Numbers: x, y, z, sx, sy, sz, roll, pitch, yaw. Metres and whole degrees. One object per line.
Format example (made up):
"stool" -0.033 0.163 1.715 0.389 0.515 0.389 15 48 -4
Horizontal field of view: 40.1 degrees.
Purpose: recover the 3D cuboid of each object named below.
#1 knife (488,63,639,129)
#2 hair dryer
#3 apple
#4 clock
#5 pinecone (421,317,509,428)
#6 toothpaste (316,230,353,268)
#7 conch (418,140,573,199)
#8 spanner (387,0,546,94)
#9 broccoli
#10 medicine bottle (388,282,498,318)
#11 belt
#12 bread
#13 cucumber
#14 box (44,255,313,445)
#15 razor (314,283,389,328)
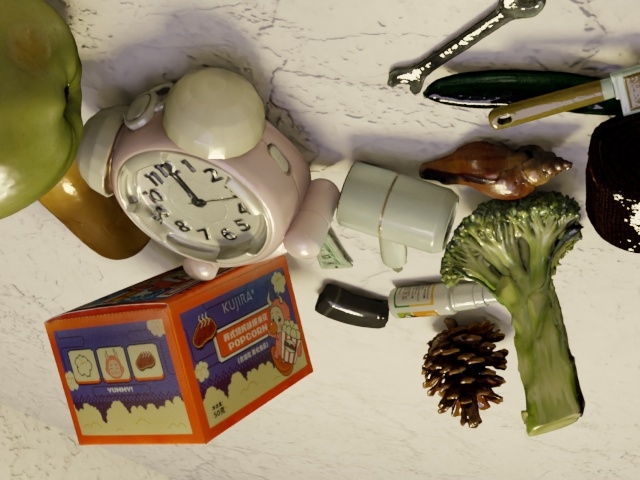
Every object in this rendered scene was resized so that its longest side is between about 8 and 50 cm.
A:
"knife" 0.378 -0.185 1.075 0.343 0.027 0.061 -15 121 18
"hair dryer" 0.134 -0.007 1.469 0.173 0.108 0.357 19 164 13
"apple" -0.490 -0.182 1.161 0.357 0.357 0.357 9 150 6
"clock" -0.176 -0.101 1.345 0.342 0.184 0.326 -18 134 34
"pinecone" 0.285 0.264 1.745 0.168 0.212 0.186 10 160 6
"toothpaste" 0.000 0.000 1.582 0.064 0.041 0.218 -5 150 18
"conch" 0.248 -0.099 1.274 0.232 0.080 0.086 1 136 20
"spanner" 0.177 -0.249 1.110 0.054 0.015 0.254 27 147 -27
"broccoli" 0.318 0.112 1.342 0.221 0.362 0.252 5 172 -21
"medicine bottle" 0.245 0.112 1.661 0.220 0.061 0.092 -8 168 32
"belt" 0.491 -0.068 1.127 0.289 0.184 0.164 2 140 18
"bread" -0.426 -0.064 1.586 0.142 0.091 0.305 2 148 28
"cucumber" 0.276 -0.193 1.134 0.284 0.056 0.056 4 149 8
"box" -0.252 0.190 1.610 0.318 0.257 0.348 -10 -172 35
"razor" 0.066 0.139 1.771 0.148 0.054 0.090 17 153 -7
